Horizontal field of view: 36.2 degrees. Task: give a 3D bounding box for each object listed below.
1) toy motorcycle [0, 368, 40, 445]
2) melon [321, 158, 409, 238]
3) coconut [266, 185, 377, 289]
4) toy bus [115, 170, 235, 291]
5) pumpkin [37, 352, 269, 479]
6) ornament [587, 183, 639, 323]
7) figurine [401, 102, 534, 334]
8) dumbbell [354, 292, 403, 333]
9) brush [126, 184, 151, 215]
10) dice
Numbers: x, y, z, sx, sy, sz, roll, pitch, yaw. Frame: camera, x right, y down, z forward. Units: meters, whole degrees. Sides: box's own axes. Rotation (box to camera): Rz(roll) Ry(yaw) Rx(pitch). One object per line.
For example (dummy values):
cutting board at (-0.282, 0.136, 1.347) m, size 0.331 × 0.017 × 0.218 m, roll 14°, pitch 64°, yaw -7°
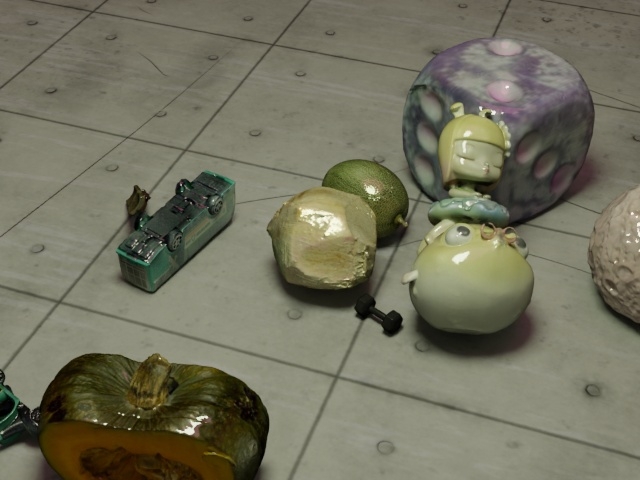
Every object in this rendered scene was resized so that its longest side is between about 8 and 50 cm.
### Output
toy motorcycle at (-0.476, 0.252, 1.441) m, size 0.173 × 0.058 × 0.100 m, roll 27°, pitch 52°, yaw 30°
melon at (0.086, -0.075, 1.798) m, size 0.139 × 0.139 × 0.192 m, roll -31°, pitch 51°, yaw -34°
coconut at (0.000, -0.002, 1.677) m, size 0.194 × 0.194 × 0.194 m, roll 1°, pitch 39°, yaw -1°
toy bus at (-0.252, -0.023, 1.747) m, size 0.091 × 0.109 × 0.261 m, roll 24°, pitch 46°, yaw 23°
pumpkin at (-0.232, 0.246, 1.323) m, size 0.317 × 0.222 × 0.139 m, roll 10°, pitch 40°, yaw 11°
ornament at (0.580, 0.018, 1.629) m, size 0.259 × 0.225 × 0.259 m, roll 0°, pitch 38°, yaw 0°
figurine at (0.232, -0.037, 1.639) m, size 0.226 × 0.274 × 0.394 m, roll 10°, pitch 75°, yaw -23°
dumbbell at (0.097, 0.123, 1.633) m, size 0.083 × 0.036 × 0.040 m, roll 31°, pitch 47°, yaw 31°
brush at (-0.327, -0.070, 1.774) m, size 0.036 × 0.043 × 0.248 m, roll 24°, pitch 1°, yaw -14°
dice at (0.336, -0.213, 1.871) m, size 0.271 × 0.270 × 0.270 m, roll -25°, pitch 46°, yaw -28°
